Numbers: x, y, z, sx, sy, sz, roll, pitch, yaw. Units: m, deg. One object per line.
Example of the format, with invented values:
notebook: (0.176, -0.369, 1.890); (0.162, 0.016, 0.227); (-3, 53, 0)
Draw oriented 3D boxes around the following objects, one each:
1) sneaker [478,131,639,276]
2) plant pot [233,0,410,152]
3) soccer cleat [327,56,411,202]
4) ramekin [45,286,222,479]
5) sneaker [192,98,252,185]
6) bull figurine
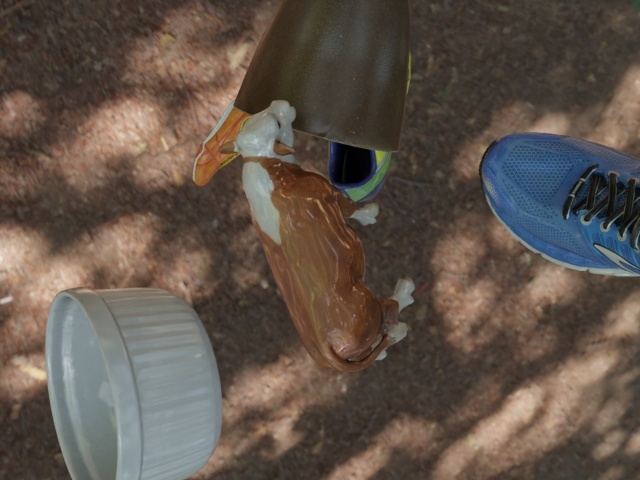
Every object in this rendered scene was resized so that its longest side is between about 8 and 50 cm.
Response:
sneaker: (0.293, -0.023, 0.847); (0.129, 0.330, 0.147); (-61, 159, -10)
plant pot: (0.026, -0.249, 1.203); (0.215, 0.215, 0.230); (8, 104, -34)
soccer cleat: (0.067, -0.198, 1.399); (0.121, 0.093, 0.289); (4, 94, -68)
ramekin: (-0.176, 0.140, 0.919); (0.109, 0.207, 0.207); (-8, 124, -31)
sneaker: (-0.161, -0.160, 1.667); (0.175, 0.067, 0.064); (-55, 169, 17)
bull figurine: (0.000, 0.000, 1.069); (0.101, 0.310, 0.188); (-28, 160, 32)
